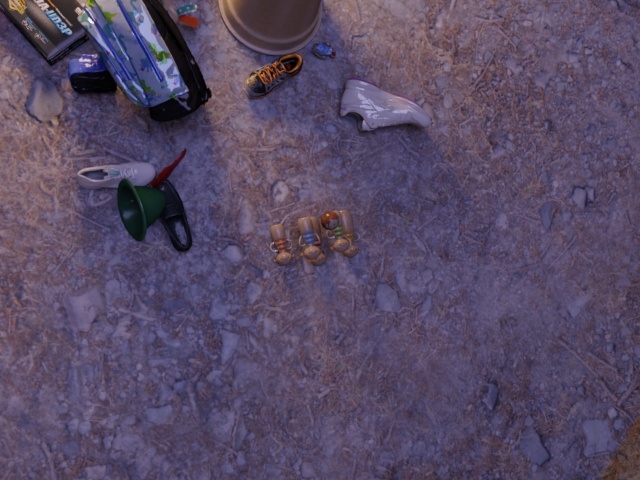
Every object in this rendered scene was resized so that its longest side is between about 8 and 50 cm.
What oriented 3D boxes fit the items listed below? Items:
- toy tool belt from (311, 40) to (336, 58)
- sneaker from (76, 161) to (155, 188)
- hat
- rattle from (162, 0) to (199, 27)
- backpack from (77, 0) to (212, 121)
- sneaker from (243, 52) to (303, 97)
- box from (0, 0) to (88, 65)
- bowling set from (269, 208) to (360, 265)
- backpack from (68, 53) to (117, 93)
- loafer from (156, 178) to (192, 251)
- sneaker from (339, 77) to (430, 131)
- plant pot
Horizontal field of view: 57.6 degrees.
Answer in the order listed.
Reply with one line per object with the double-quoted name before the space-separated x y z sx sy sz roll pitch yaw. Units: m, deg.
"toy tool belt" 0.016 -0.604 1.842 0.083 0.051 0.052 15 82 -15
"sneaker" -0.567 -0.181 1.620 0.212 0.094 0.080 -10 87 -17
"hat" -0.445 -0.113 1.625 0.183 0.208 0.173 -21 73 -35
"rattle" -0.460 -0.647 1.642 0.199 0.143 0.130 31 114 -3
"backpack" -0.466 -0.508 1.546 0.273 0.290 0.356 -13 115 1
"sneaker" -0.143 -0.511 1.774 0.215 0.083 0.084 -37 98 -14
"box" -0.760 -0.627 1.619 0.175 0.051 0.220 -42 97 -15
"bowling set" 0.000 0.000 1.723 0.286 0.200 0.154 -14 91 -13
"backpack" -0.639 -0.465 1.622 0.120 0.098 0.101 -14 61 -17
"loafer" -0.420 -0.076 1.662 0.076 0.078 0.223 -20 92 -17
"sneaker" 0.203 -0.404 1.867 0.305 0.114 0.152 19 95 -10
"plant pot" -0.112 -0.754 1.685 0.333 0.305 0.334 1 85 -16
